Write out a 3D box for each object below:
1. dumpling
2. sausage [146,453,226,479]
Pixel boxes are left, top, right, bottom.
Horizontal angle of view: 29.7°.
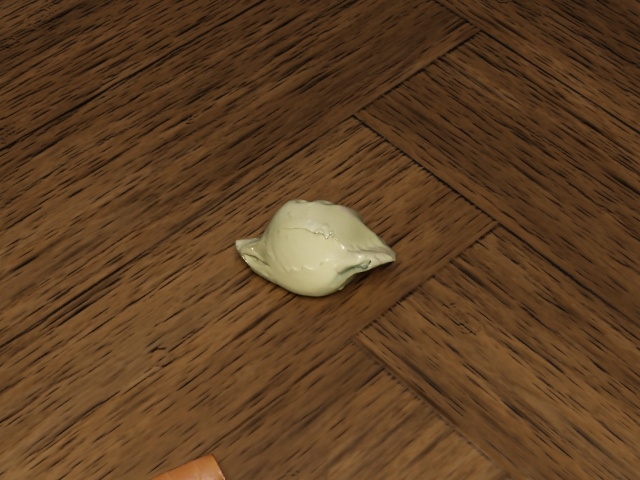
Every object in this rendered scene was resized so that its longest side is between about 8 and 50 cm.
[{"bbox_3d":[0.000,0.000,1.357,0.188,0.108,0.127,2,24,22],"label":"dumpling"},{"bbox_3d":[-0.170,0.263,1.151,0.169,0.065,0.065,-23,54,-20],"label":"sausage"}]
